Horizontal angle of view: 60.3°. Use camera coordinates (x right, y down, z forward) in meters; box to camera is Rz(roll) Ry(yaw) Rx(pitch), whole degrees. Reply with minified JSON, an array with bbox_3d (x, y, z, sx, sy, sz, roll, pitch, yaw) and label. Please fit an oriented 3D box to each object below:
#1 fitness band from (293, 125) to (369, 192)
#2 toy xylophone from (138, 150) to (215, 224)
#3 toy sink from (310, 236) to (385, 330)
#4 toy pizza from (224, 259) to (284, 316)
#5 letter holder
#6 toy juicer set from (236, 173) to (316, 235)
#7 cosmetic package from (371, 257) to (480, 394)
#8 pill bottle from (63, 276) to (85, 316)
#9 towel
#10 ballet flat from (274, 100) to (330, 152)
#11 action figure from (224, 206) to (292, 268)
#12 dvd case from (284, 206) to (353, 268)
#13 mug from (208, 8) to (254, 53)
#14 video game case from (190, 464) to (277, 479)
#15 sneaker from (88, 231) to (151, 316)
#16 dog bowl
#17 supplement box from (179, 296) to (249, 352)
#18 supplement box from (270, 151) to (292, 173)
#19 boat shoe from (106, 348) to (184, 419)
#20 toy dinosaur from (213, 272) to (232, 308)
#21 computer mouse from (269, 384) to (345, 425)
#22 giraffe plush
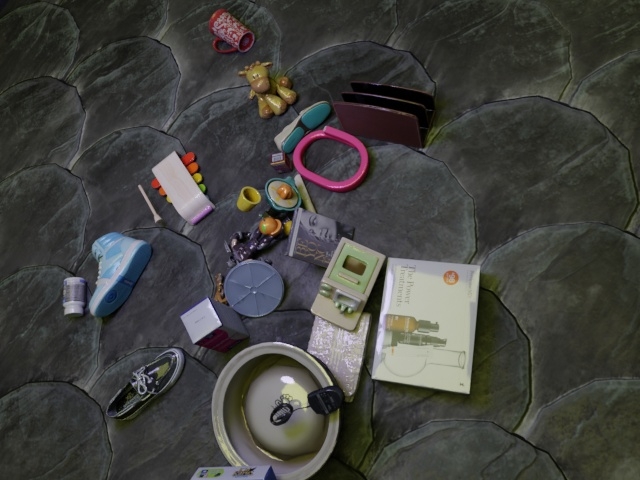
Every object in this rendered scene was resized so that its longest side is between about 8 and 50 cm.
[{"bbox_3d":[0.038,-0.288,1.951,0.290,0.054,0.209,27,82,24],"label":"fitness band"},{"bbox_3d":[-0.550,-0.194,2.084,0.236,0.081,0.323,-30,66,5],"label":"toy xylophone"},{"bbox_3d":[0.084,0.134,1.702,0.152,0.131,0.234,25,65,7],"label":"toy sink"},{"bbox_3d":[-0.222,0.161,1.846,0.201,0.032,0.202,0,105,1],"label":"toy pizza"},{"bbox_3d":[0.215,-0.452,1.863,0.301,0.214,0.152,15,77,21],"label":"letter holder"},{"bbox_3d":[-0.104,-0.122,1.837,0.209,0.329,0.089,52,133,10],"label":"toy juicer set"},{"bbox_3d":[0.322,0.252,1.657,0.284,0.097,0.378,5,73,16],"label":"cosmetic package"},{"bbox_3d":[-0.921,0.213,2.061,0.078,0.078,0.137,-14,68,12],"label":"pill bottle"},{"bbox_3d":[0.047,0.351,1.732,0.187,0.049,0.283,7,74,18],"label":"towel"},{"bbox_3d":[-0.072,-0.428,2.023,0.248,0.086,0.086,-43,65,1],"label":"ballet flat"},{"bbox_3d":[-0.217,0.009,1.909,0.285,0.099,0.185,-42,72,4],"label":"action figure"},{"bbox_3d":[0.000,0.000,1.802,0.221,0.018,0.165,18,74,-23],"label":"dvd case"},{"bbox_3d":[-0.359,-0.835,2.248,0.169,0.150,0.113,40,50,20],"label":"mug"},{"bbox_3d":[-0.212,0.768,1.568,0.244,0.061,0.270,-11,108,22],"label":"video game case"},{"bbox_3d":[-0.787,0.113,2.032,0.208,0.127,0.319,24,70,21],"label":"sneaker"},{"bbox_3d":[-0.113,0.504,1.642,0.407,0.150,0.409,-3,81,19],"label":"dog bowl"},{"bbox_3d":[-0.337,0.276,1.782,0.111,0.220,0.114,-34,67,4],"label":"supplement box"},{"bbox_3d":[-0.140,-0.279,1.985,0.054,0.083,0.043,-9,69,14],"label":"supplement box"},{"bbox_3d":[-0.594,0.481,1.854,0.306,0.105,0.113,-40,65,1],"label":"boat shoe"},{"bbox_3d":[-0.353,0.219,1.904,0.112,0.064,0.212,-4,60,35],"label":"toy dinosaur"},{"bbox_3d":[-0.038,0.458,1.529,0.242,0.041,0.071,-23,96,20],"label":"computer mouse"},{"bbox_3d":[-0.208,-0.587,2.064,0.181,0.170,0.210,-41,65,1],"label":"giraffe plush"}]
